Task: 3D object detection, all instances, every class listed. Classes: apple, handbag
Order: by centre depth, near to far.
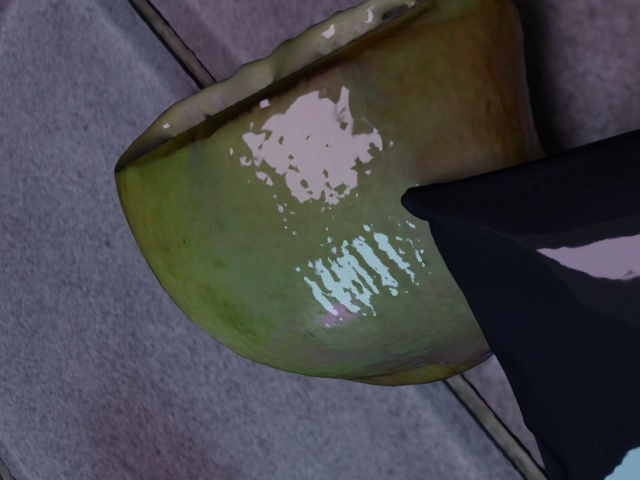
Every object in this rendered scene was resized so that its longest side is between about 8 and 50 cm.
[{"bbox_3d":[0.177,0.044,0.430,0.254,0.089,0.211,-17,102,30],"label":"handbag"},{"bbox_3d":[0.000,0.000,0.574,0.265,0.120,0.193,-15,105,47],"label":"apple"}]
